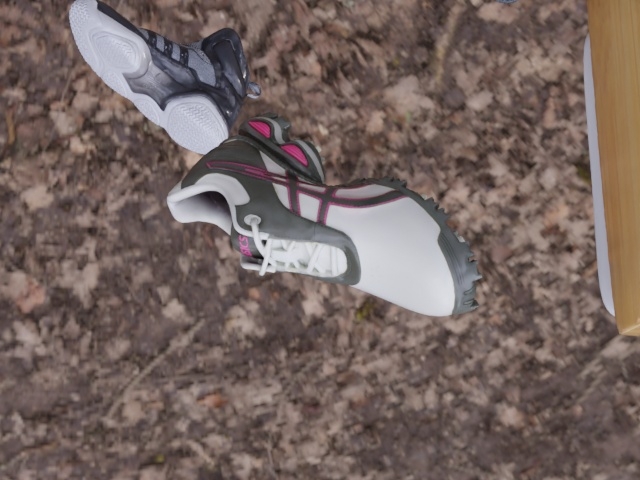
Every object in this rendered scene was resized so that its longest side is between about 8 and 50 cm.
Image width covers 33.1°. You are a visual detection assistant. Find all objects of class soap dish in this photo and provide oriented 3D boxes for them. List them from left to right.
[{"bbox_3d":[0.317,-0.048,0.698,0.291,0.118,0.229,5,76,-22],"label":"soap dish"}]

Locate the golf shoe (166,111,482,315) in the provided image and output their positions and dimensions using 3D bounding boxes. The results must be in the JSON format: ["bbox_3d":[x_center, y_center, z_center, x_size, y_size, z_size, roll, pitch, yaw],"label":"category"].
[{"bbox_3d":[0.000,0.000,0.843,0.120,0.273,0.105,-34,136,-31],"label":"golf shoe"}]

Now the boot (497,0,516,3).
[{"bbox_3d":[0.127,-0.371,1.133,0.094,0.207,0.246,-32,114,-7],"label":"boot"}]

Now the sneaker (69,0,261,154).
[{"bbox_3d":[-0.203,-0.250,1.454,0.268,0.153,0.101,43,147,-10],"label":"sneaker"}]
